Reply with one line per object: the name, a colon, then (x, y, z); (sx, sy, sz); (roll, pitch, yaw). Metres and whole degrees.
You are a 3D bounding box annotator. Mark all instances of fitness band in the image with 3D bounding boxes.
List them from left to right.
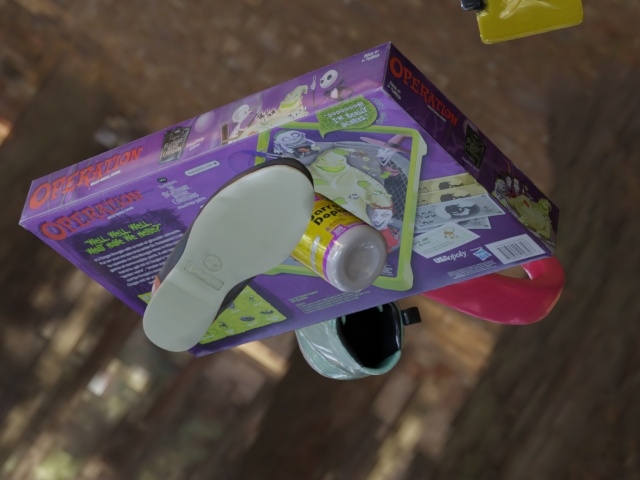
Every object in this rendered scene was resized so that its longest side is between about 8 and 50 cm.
fitness band: (0.100, -0.005, 1.950); (0.291, 0.054, 0.209); (26, -163, 10)

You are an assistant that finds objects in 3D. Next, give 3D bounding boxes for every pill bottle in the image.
pill bottle: (0.001, -0.003, 1.223); (0.083, 0.043, 0.043); (33, 175, 45)

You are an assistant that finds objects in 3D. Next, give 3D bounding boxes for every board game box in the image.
board game box: (-0.027, -0.018, 1.452); (0.347, 0.056, 0.208); (-17, 141, 36)

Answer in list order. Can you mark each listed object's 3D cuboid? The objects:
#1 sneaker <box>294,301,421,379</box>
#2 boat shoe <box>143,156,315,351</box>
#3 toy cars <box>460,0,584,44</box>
sneaker: (0.001, 0.000, 1.706); (0.256, 0.094, 0.151); (65, 162, -8)
boat shoe: (-0.045, 0.002, 1.018); (0.049, 0.137, 0.043); (36, -145, -5)
toy cars: (0.054, -0.296, 1.431); (0.394, 0.176, 0.087); (31, -155, -21)
